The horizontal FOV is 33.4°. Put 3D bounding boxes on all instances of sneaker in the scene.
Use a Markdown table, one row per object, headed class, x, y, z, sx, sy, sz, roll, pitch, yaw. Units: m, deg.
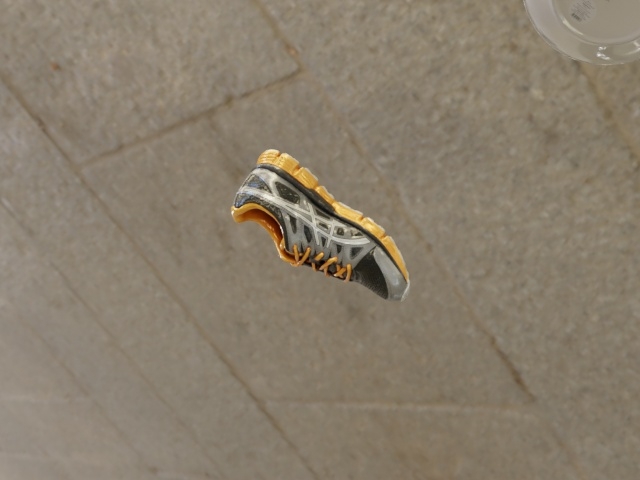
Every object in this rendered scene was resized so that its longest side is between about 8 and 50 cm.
| class | x | y | z | sx | sy | sz | roll | pitch | yaw |
| --- | --- | --- | --- | --- | --- | --- | --- | --- | --- |
| sneaker | 0.000 | 0.000 | 1.108 | 0.215 | 0.083 | 0.084 | 38 | 157 | 12 |

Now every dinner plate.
| class | x | y | z | sx | sy | sz | roll | pitch | yaw |
| --- | --- | --- | --- | --- | --- | --- | --- | --- | --- |
| dinner plate | 0.235 | -0.206 | 0.868 | 0.141 | 0.017 | 0.141 | 9 | 126 | 13 |
